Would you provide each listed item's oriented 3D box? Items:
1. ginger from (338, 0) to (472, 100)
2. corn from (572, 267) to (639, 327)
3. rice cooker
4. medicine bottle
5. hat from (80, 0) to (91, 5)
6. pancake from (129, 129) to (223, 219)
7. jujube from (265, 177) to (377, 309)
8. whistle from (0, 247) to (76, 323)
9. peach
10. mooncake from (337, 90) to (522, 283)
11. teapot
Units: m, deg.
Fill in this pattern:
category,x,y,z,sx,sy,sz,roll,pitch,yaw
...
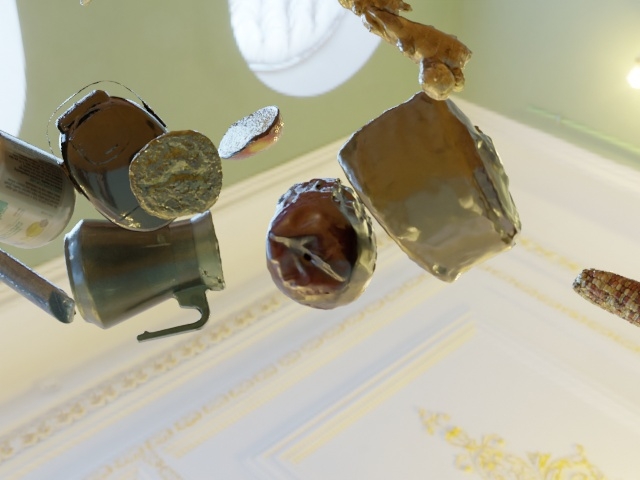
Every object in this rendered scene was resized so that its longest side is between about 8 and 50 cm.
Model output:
category,x,y,z,sx,sy,sz,roll,pitch,yaw
ginger,0.099,-0.256,0.998,0.176,0.052,0.193,17,-121,5
corn,0.699,0.141,1.866,0.289,0.098,0.098,24,-141,25
rice cooker,-0.256,-0.105,1.104,0.142,0.203,0.118,-37,-171,-3
medicine bottle,-0.429,-0.077,1.075,0.135,0.135,0.215,30,-179,34
hat,-0.308,-0.490,1.468,0.110,0.252,0.252,29,-148,-12
pancake,-0.158,-0.072,0.931,0.108,0.108,0.017,-7,-160,-14
jujube,0.000,0.000,1.798,0.258,0.259,0.377,1,-163,-3
whistle,-0.637,0.078,1.795,0.304,0.062,0.062,30,-139,18
peach,-0.173,-0.259,2.147,0.189,0.068,0.279,-39,-158,-5
mooncake,0.227,-0.126,1.652,0.246,0.393,0.394,-31,-154,17
teapot,-0.260,0.050,1.302,0.225,0.171,0.203,-12,-103,-5
